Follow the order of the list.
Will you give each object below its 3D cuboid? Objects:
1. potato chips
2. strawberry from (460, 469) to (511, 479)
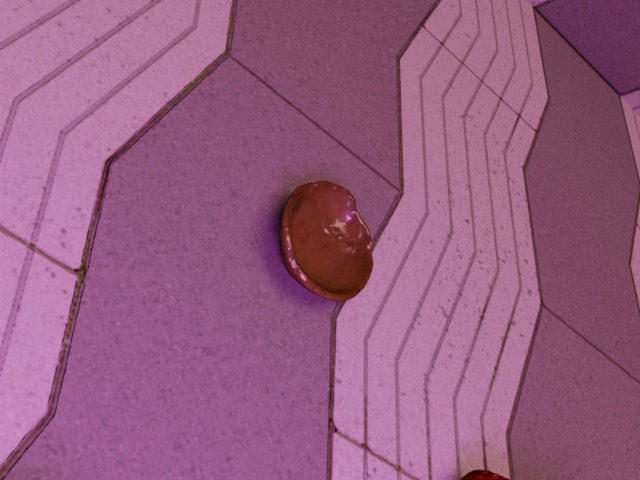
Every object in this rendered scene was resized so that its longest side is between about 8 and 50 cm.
[{"bbox_3d":[-0.001,0.001,1.176,0.195,0.062,0.208,30,47,-35],"label":"potato chips"},{"bbox_3d":[0.310,0.443,1.071,0.261,0.261,0.257,24,56,-32],"label":"strawberry"}]
